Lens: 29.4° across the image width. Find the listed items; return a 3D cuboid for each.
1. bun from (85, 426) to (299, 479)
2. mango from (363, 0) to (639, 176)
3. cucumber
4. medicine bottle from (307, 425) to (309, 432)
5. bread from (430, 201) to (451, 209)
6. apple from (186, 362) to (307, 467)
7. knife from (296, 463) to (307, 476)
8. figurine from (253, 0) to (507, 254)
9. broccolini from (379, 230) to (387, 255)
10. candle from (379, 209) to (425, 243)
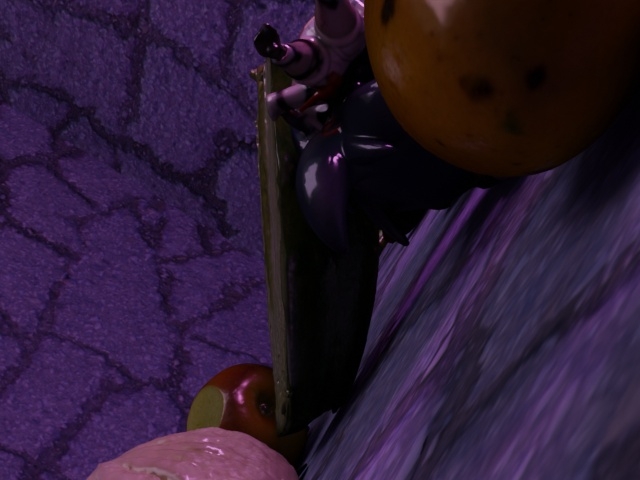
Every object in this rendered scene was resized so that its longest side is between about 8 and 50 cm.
[{"bbox_3d":[-0.110,0.215,0.759,0.220,0.134,0.220,-59,-5,-9],"label":"bun"},{"bbox_3d":[0.100,-0.139,0.556,0.191,0.160,0.290,115,178,-51],"label":"mango"},{"bbox_3d":[0.002,0.000,1.011,0.145,0.105,0.325,152,117,-78],"label":"cucumber"},{"bbox_3d":[-0.093,0.266,1.187,0.231,0.059,0.059,-58,0,0],"label":"medicine bottle"},{"bbox_3d":[0.095,-0.174,1.109,0.162,0.204,0.262,-62,5,-36],"label":"bread"},{"bbox_3d":[-0.062,0.168,1.108,0.102,0.099,0.114,-33,44,47],"label":"apple"},{"bbox_3d":[-0.086,0.239,0.925,0.245,0.019,0.072,-33,-21,-52],"label":"knife"},{"bbox_3d":[0.046,-0.101,0.831,0.175,0.197,0.265,-32,9,15],"label":"figurine"},{"bbox_3d":[0.063,0.019,1.772,0.216,0.067,0.058,-58,38,3],"label":"broccolini"},{"bbox_3d":[0.143,-0.112,1.432,0.301,0.084,0.059,-51,35,31],"label":"candle"}]
